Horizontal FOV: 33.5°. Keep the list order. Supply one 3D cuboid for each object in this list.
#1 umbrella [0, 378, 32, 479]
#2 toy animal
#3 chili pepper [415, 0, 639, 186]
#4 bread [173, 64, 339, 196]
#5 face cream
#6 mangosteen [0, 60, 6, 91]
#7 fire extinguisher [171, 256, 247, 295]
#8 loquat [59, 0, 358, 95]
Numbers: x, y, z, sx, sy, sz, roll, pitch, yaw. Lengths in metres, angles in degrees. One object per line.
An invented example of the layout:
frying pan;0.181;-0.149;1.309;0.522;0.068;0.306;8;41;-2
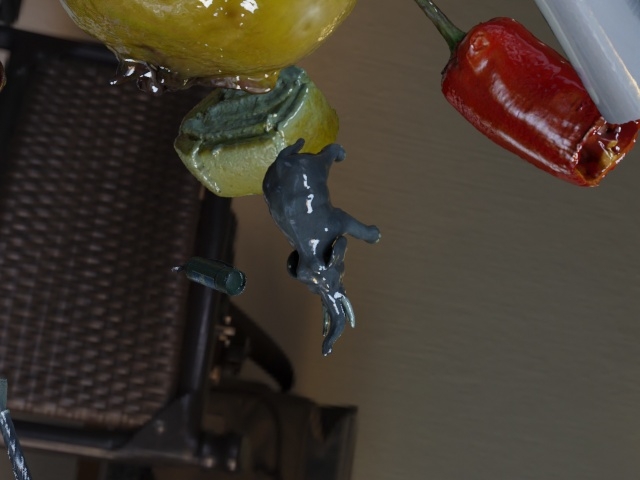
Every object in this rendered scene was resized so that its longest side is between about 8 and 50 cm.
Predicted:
umbrella;-0.407;0.237;1.353;0.044;0.044;0.268;-11;-85;49
toy animal;0.006;0.002;1.301;0.082;0.137;0.269;-21;-99;36
chili pepper;0.215;-0.193;1.269;0.134;0.338;0.131;-57;151;11
bread;-0.106;-0.157;1.595;0.124;0.257;0.185;52;34;-40
face cream;0.188;-0.221;0.824;0.073;0.269;0.107;-30;-162;17
mangosteen;-0.522;-0.254;1.639;0.081;0.081;0.080;-169;-90;-81
fire extinguisher;-0.104;0.030;1.016;0.083;0.038;0.025;15;-57;43
loquat;-0.078;-0.213;0.752;0.244;0.244;0.243;-169;-90;-81
